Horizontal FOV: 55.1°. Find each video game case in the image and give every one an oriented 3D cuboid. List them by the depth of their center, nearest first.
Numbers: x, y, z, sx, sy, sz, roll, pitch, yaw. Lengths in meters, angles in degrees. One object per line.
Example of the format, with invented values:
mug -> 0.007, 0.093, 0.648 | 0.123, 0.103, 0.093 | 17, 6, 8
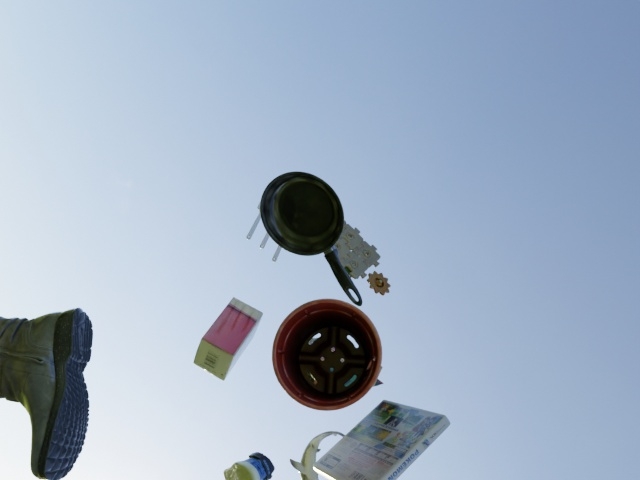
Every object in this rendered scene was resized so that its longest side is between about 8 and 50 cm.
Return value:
video game case -> 0.158, 0.563, 1.680 | 0.036, 0.300, 0.329 | 57, -23, -8

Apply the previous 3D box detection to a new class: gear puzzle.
gear puzzle -> 0.098, 0.045, 1.957 | 0.339, 0.175, 0.044 | 45, -46, 8

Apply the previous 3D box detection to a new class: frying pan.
frying pan -> 0.013, -0.023, 1.356 | 0.326, 0.053, 0.197 | 36, -61, 1

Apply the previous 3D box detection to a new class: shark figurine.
shark figurine -> -0.029, 0.734, 2.076 | 0.166, 0.278, 0.116 | 34, -46, -6

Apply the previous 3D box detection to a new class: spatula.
spatula -> -0.168, -0.040, 2.139 | 0.019, 0.168, 0.242 | -32, -156, 33

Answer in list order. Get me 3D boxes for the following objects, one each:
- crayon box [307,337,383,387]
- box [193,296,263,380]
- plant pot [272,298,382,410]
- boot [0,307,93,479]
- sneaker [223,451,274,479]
crayon box -> 0.053, 0.392, 1.963 | 0.202, 0.318, 0.081 | 30, -76, 37
box -> -0.316, 0.335, 2.114 | 0.127, 0.232, 0.149 | 28, -51, 4
plant pot -> 0.025, 0.308, 1.629 | 0.265, 0.272, 0.272 | 73, 1, -76
boot -> -0.568, 0.295, 1.176 | 0.118, 0.222, 0.338 | 77, 6, -56
sneaker -> -0.122, 0.432, 1.158 | 0.058, 0.084, 0.152 | 66, -32, 14
